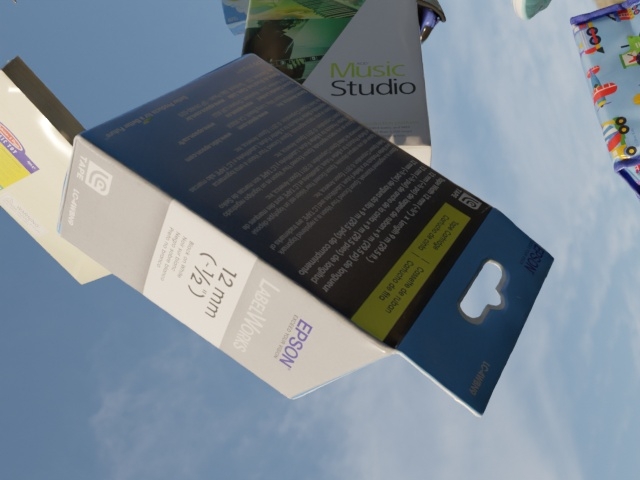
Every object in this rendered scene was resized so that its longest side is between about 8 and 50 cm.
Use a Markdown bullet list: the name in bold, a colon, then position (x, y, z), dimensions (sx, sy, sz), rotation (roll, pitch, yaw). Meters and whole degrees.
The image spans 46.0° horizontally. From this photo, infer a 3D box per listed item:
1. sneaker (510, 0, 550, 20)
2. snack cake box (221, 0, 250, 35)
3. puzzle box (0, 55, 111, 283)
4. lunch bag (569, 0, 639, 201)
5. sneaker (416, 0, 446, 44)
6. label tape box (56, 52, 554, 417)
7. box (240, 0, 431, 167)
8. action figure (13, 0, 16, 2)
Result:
- **sneaker**: position (0.396, -0.574, 1.617), dimensions (0.208, 0.127, 0.319), rotation (32, -154, 12)
- **snack cake box**: position (-0.085, -0.554, 1.629), dimensions (0.089, 0.264, 0.152), rotation (15, -117, -84)
- **puzzle box**: position (-0.473, -0.105, 1.340), dimensions (0.409, 0.272, 0.052), rotation (52, -139, -26)
- **lunch bag**: position (0.447, -0.154, 0.980), dimensions (0.293, 0.138, 0.221), rotation (30, -133, -55)
- **sneaker**: position (0.157, -0.419, 1.326), dimensions (0.315, 0.127, 0.182), rotation (-19, -103, -50)
- **label tape box**: position (0.000, 0.000, 0.637), dimensions (0.348, 0.115, 0.249), rotation (35, -142, 8)
- **box**: position (0.014, -0.205, 0.953), dimensions (0.058, 0.232, 0.322), rotation (86, -176, -48)
- **action figure**: position (-0.638, -0.466, 1.224), dimensions (0.276, 0.164, 0.141), rotation (4, -127, -33)
